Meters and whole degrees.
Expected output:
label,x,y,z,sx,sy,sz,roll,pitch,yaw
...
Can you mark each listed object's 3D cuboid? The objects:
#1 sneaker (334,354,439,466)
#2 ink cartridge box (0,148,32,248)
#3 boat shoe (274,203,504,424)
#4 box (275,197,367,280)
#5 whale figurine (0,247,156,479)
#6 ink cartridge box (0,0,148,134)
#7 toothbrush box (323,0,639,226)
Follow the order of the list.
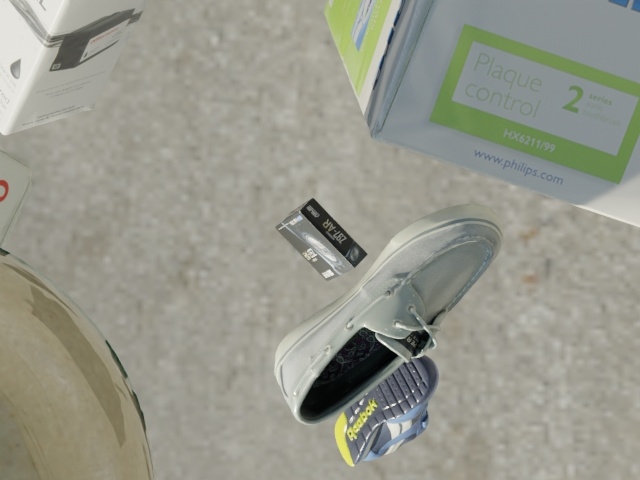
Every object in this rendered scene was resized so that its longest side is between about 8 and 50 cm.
label,x,y,z,sx,sy,sz,roll,pitch,yaw
sneaker,0.066,0.137,1.538,0.144,0.059,0.053,-51,52,46
ink cartridge box,-0.264,-0.019,0.972,0.082,0.190,0.140,17,80,37
boat shoe,0.059,0.065,1.431,0.227,0.079,0.081,-40,38,20
box,0.000,0.000,1.545,0.067,0.018,0.083,46,162,-5
whale figurine,-0.185,0.071,0.546,0.141,0.272,0.216,-159,79,-84
ink cartridge box,-0.298,-0.294,1.930,0.223,0.129,0.307,56,143,15
toothbrush box,0.122,-0.090,0.722,0.283,0.206,0.122,-107,36,-75
